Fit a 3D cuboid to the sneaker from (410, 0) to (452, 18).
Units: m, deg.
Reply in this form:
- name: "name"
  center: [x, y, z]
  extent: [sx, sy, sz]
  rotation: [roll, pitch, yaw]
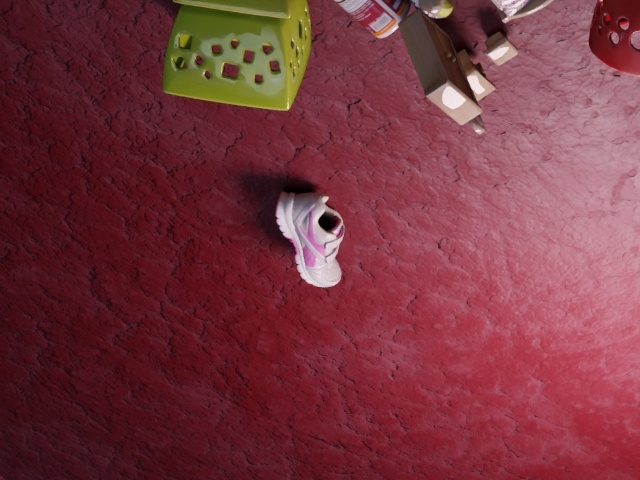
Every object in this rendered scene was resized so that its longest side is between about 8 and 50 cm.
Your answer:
- name: "sneaker"
  center: [0.170, -0.452, 1.813]
  extent: [0.094, 0.081, 0.208]
  rotation: [-26, 128, 23]

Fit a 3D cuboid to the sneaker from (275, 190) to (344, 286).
- name: "sneaker"
  center: [0.000, 0.000, 2.293]
  extent: [0.111, 0.103, 0.252]
  rotation: [-8, 133, 22]

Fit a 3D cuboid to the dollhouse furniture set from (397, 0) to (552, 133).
- name: "dollhouse furniture set"
  center: [0.324, -0.355, 1.770]
  extent: [0.355, 0.174, 0.303]
  rotation: [-32, 145, 23]

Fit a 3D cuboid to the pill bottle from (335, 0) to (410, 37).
- name: "pill bottle"
  center: [0.072, -0.418, 1.863]
  extent: [0.152, 0.086, 0.086]
  rotation: [38, 131, -24]

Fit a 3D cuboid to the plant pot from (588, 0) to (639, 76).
- name: "plant pot"
  center: [0.526, -0.371, 1.737]
  extent: [0.191, 0.191, 0.174]
  rotation: [5, 131, 8]

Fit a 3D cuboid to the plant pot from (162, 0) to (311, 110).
- name: "plant pot"
  center: [-0.135, -0.373, 1.863]
  extent: [0.227, 0.228, 0.207]
  rotation: [9, 130, 4]
